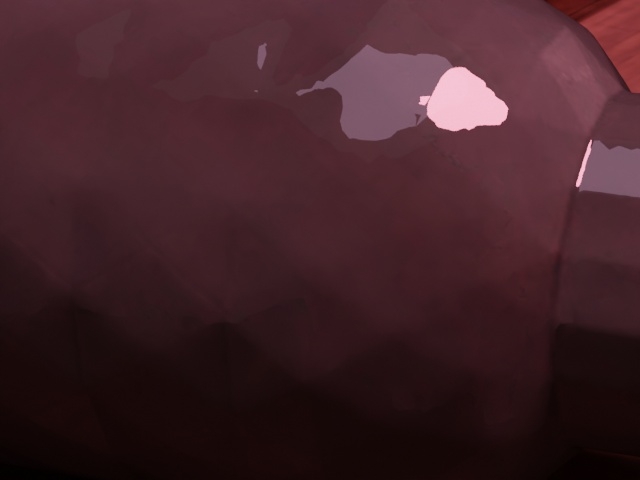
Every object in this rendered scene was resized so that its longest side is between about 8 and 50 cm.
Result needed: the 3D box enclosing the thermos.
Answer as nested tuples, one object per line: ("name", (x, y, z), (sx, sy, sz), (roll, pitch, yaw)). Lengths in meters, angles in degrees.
("thermos", (0.000, 0.000, 0.465), (0.286, 0.145, 0.182), (9, -2, 20))
